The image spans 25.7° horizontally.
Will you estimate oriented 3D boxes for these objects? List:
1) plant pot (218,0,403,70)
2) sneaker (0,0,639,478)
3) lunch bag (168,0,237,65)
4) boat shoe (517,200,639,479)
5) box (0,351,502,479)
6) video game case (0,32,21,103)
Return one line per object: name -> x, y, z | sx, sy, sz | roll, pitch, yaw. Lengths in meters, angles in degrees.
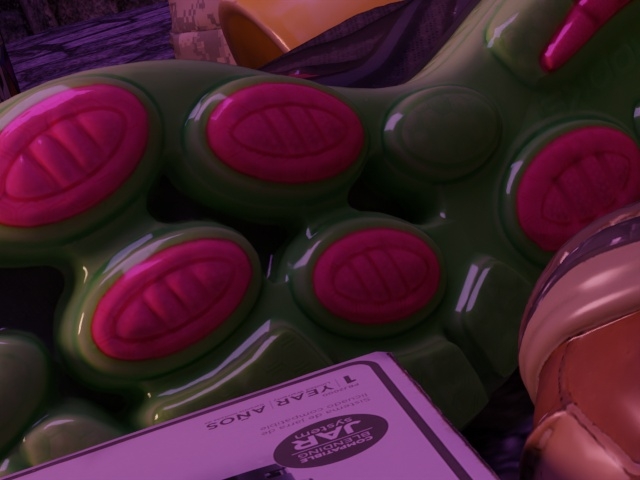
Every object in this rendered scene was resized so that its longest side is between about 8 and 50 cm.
plant pot -> 0.079, -0.145, 0.870 | 0.239, 0.254, 0.254 | -36, 19, -10
sneaker -> 0.000, 0.000, 0.600 | 0.483, 0.185, 0.202 | -23, -2, -37
lunch bag -> 0.003, -0.233, 1.191 | 0.213, 0.256, 0.305 | -25, 18, -29
boat shoe -> 0.194, 0.050, 0.288 | 0.324, 0.122, 0.120 | -10, 46, 30
box -> -0.018, 0.123, 0.256 | 0.169, 0.087, 0.290 | -18, 15, -9
video game case -> -0.182, -0.027, 0.732 | 0.042, 0.210, 0.232 | -15, 14, 1
